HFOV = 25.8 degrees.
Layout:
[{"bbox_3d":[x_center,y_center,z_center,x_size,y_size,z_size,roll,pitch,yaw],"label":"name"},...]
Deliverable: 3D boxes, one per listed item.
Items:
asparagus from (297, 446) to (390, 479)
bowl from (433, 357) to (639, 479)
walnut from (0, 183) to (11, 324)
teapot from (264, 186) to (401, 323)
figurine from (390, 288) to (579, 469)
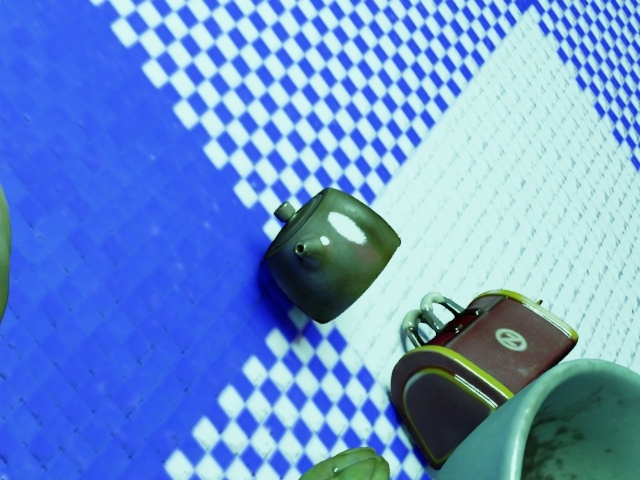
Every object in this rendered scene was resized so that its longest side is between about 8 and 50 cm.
[{"bbox_3d":[-0.024,0.188,0.706,0.080,0.080,0.287,55,36,-9],"label":"asparagus"},{"bbox_3d":[0.143,0.227,0.821,0.289,0.146,0.289,30,47,-38],"label":"bowl"},{"bbox_3d":[-0.228,0.013,0.456,0.248,0.248,0.248,28,48,-36],"label":"walnut"},{"bbox_3d":[0.000,0.000,0.863,0.068,0.076,0.121,43,12,-10],"label":"teapot"},{"bbox_3d":[0.103,0.074,0.943,0.098,0.082,0.154,44,36,9],"label":"figurine"}]
